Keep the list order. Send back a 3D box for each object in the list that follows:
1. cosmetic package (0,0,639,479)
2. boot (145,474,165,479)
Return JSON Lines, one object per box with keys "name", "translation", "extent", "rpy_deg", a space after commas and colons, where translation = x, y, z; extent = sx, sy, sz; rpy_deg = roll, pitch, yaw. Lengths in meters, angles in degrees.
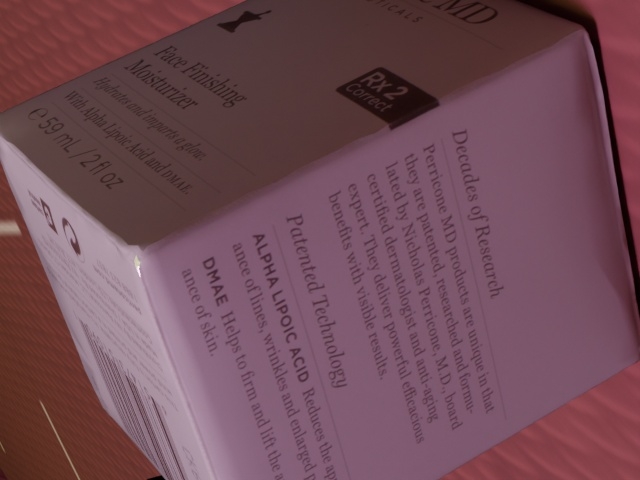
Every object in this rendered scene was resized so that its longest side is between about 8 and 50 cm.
{"name": "cosmetic package", "translation": [0.000, 0.000, 0.620], "extent": [0.151, 0.183, 0.151], "rpy_deg": [35, 148, 53]}
{"name": "boot", "translation": [-0.053, 0.399, 1.327], "extent": [0.367, 0.146, 0.445], "rpy_deg": [-18, -92, -85]}
